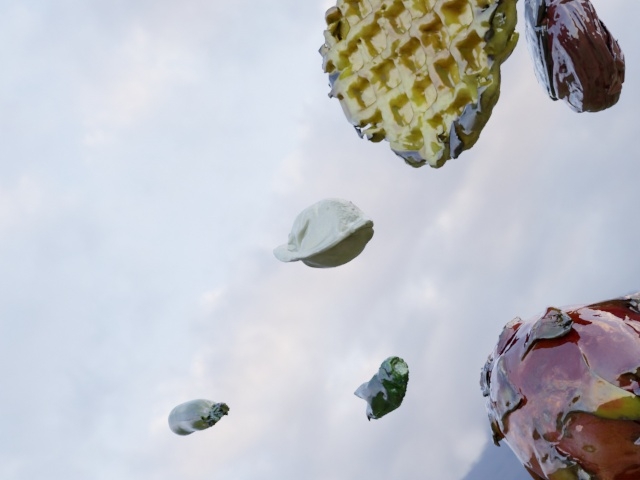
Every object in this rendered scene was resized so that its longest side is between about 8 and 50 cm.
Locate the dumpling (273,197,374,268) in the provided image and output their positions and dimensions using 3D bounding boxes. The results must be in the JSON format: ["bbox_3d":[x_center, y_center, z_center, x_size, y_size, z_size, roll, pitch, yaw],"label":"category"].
[{"bbox_3d":[-0.001,-0.003,1.876,0.155,0.111,0.181,-32,-13,-23],"label":"dumpling"}]

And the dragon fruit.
[{"bbox_3d":[0.323,0.181,1.347,0.250,0.250,0.315,-33,-1,-26],"label":"dragon fruit"}]

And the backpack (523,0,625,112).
[{"bbox_3d":[0.414,-0.305,1.880,0.138,0.229,0.229,-23,-29,3],"label":"backpack"}]

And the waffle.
[{"bbox_3d":[0.138,-0.308,1.702,0.095,0.379,0.382,-5,-60,-41],"label":"waffle"}]

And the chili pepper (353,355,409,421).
[{"bbox_3d":[0.130,0.327,2.497,0.061,0.098,0.224,-28,-18,-35],"label":"chili pepper"}]

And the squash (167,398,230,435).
[{"bbox_3d":[-0.184,0.259,1.712,0.052,0.052,0.183,-33,3,-26],"label":"squash"}]
